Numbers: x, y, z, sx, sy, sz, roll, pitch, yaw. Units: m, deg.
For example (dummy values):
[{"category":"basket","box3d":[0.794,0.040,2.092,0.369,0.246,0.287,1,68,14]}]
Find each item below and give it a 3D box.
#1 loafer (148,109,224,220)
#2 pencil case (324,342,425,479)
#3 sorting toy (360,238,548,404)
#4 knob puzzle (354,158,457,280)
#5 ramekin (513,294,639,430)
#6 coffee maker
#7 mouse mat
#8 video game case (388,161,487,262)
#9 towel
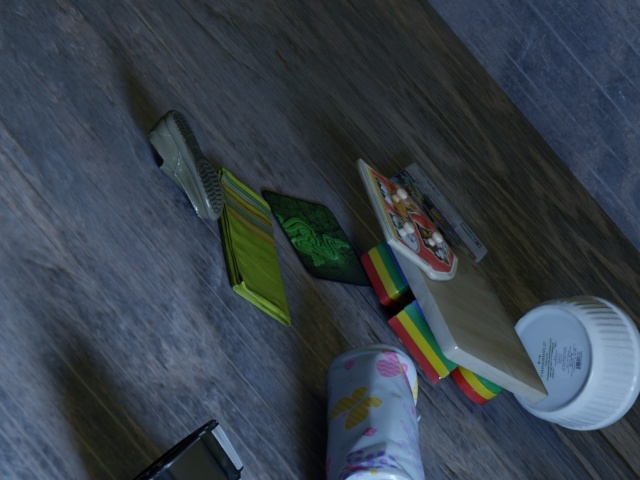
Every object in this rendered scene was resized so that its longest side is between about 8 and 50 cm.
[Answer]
[{"category":"loafer","box3d":[-0.168,-0.090,2.045,0.148,0.050,0.056,66,25,0]},{"category":"pencil case","box3d":[0.062,0.234,1.863,0.273,0.113,0.124,-89,154,-61]},{"category":"sorting toy","box3d":[0.180,0.115,2.334,0.257,0.089,0.255,30,28,-48]},{"category":"knob puzzle","box3d":[0.139,-0.020,2.302,0.213,0.030,0.213,44,20,-20]},{"category":"ramekin","box3d":[0.375,0.182,2.475,0.109,0.207,0.207,11,43,-46]},{"category":"coffee maker","box3d":[-0.096,0.270,1.463,0.178,0.120,0.171,49,21,-1]},{"category":"mouse mat","box3d":[0.000,0.000,2.290,0.190,0.007,0.152,11,44,-58]},{"category":"video game case","box3d":[0.192,-0.034,2.719,0.201,0.023,0.183,51,20,1]},{"category":"towel","box3d":[-0.086,0.005,2.085,0.102,0.021,0.237,35,25,-32]}]
